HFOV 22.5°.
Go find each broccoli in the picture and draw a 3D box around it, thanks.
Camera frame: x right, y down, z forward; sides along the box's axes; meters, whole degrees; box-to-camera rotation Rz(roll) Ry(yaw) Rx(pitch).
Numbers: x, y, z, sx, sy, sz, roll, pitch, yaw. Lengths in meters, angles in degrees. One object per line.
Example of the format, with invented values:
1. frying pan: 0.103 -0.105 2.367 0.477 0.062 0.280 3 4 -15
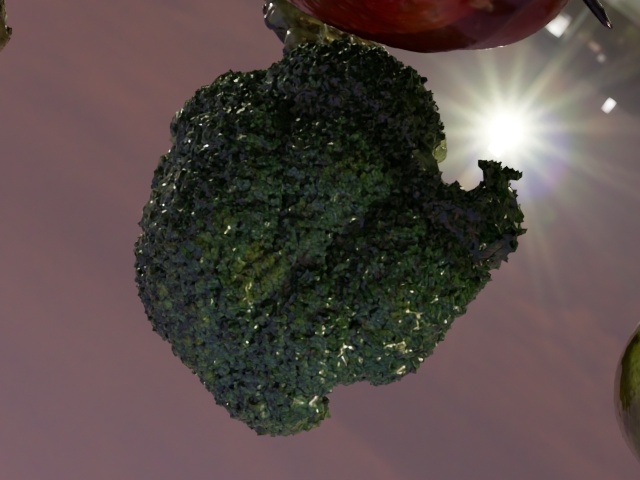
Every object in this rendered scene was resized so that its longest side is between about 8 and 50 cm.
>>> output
1. broccoli: 0.000 0.000 1.082 0.261 0.269 0.241 31 -155 32

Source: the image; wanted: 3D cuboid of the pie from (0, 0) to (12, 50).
1. pie: -0.238 -0.077 0.817 0.163 0.193 0.079 -11 113 53

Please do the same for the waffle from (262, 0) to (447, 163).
1. waffle: 0.032 -0.129 1.261 0.169 0.036 0.183 56 -157 20

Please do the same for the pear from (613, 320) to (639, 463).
1. pear: 0.235 0.102 0.811 0.216 0.166 0.180 -79 -23 -59

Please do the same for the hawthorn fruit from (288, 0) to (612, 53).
1. hawthorn fruit: 0.079 -0.208 0.967 0.254 0.254 0.300 20 -150 -53
